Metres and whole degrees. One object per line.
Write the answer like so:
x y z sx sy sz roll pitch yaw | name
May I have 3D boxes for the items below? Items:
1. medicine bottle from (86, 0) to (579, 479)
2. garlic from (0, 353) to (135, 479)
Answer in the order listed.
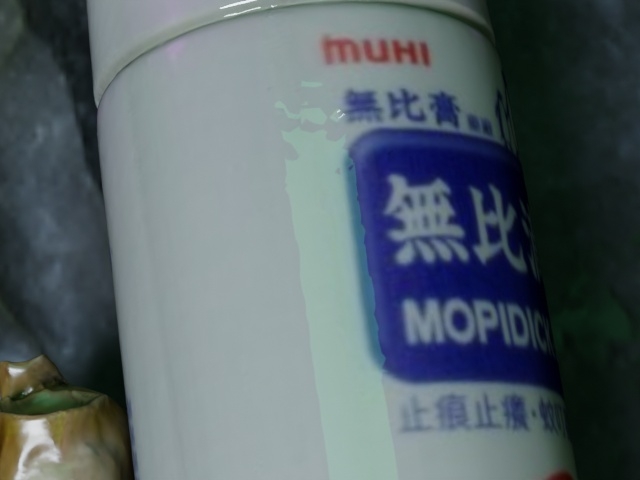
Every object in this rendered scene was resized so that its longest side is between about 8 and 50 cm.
0.000 0.000 0.546 0.130 0.130 0.341 -7 72 -3 | medicine bottle
-0.083 0.111 0.539 0.066 0.084 0.152 -5 79 2 | garlic
